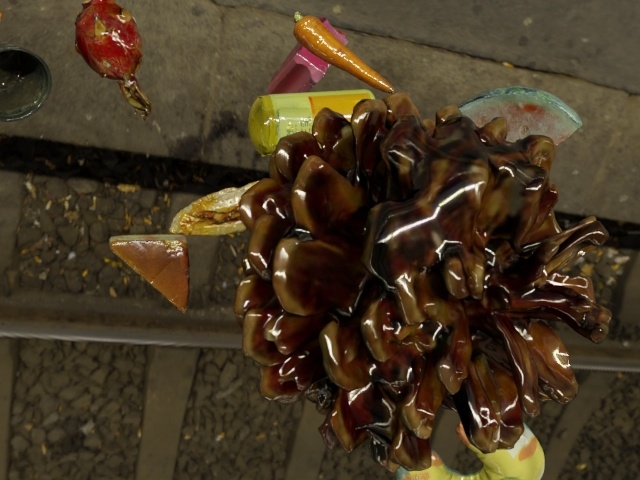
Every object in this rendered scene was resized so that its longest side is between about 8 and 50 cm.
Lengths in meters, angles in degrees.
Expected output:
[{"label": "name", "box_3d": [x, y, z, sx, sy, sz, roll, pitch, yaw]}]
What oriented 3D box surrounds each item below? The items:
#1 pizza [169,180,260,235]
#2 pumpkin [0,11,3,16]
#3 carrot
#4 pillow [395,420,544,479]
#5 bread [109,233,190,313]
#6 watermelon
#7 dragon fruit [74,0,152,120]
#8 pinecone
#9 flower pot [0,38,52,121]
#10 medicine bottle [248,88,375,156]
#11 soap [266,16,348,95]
[{"label": "pizza", "box_3d": [-0.157, -0.062, 1.285, 0.271, 0.056, 0.134, -10, 156, -21]}, {"label": "pumpkin", "box_3d": [-0.564, -0.417, 0.887, 0.226, 0.256, 0.303, -3, 76, 0]}, {"label": "carrot", "box_3d": [0.042, -0.362, 1.311, 0.257, 0.061, 0.061, 40, 102, 1]}, {"label": "pillow", "box_3d": [0.235, 0.363, 1.039, 0.233, 0.086, 0.214, -38, 113, 18]}, {"label": "bread", "box_3d": [-0.159, 0.020, 0.677, 0.062, 0.043, 0.109, -44, 109, -4]}, {"label": "watermelon", "box_3d": [0.414, -0.235, 1.452, 0.319, 0.148, 0.226, -2, 117, 29]}, {"label": "dragon fruit", "box_3d": [-0.389, -0.348, 1.272, 0.126, 0.125, 0.246, -11, 111, 25]}, {"label": "pinecone", "box_3d": [0.114, 0.047, 0.696, 0.398, 0.397, 0.397, -6, 116, -12]}, {"label": "flower pot", "box_3d": [-0.631, -0.327, 1.303, 0.157, 0.107, 0.157, -34, 146, -27]}, {"label": "medicine bottle", "box_3d": [-0.016, -0.217, 1.229, 0.239, 0.124, 0.124, -7, 116, -15]}, {"label": "soap", "box_3d": [-0.046, -0.439, 1.702, 0.099, 0.250, 0.162, 33, 66, -15]}]
